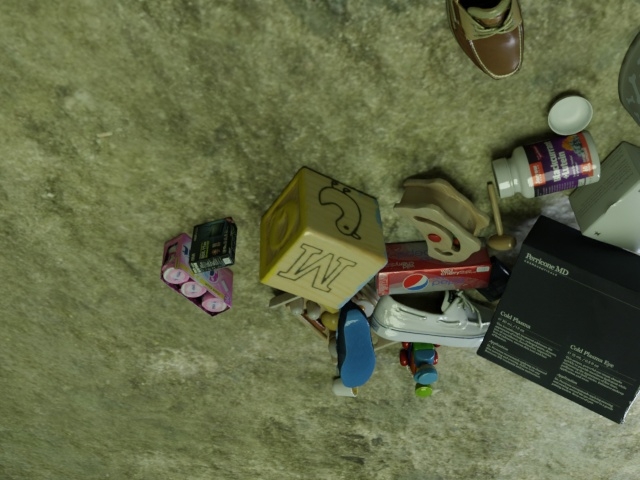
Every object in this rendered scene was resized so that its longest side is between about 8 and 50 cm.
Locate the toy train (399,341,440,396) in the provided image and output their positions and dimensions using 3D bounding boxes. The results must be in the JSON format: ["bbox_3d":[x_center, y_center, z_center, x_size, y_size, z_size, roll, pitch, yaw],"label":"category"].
[{"bbox_3d":[0.275,0.367,1.933,0.105,0.143,0.248,-2,137,-1],"label":"toy train"}]

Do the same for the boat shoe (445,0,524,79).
[{"bbox_3d":[0.258,-0.383,1.135,0.122,0.120,0.324,-19,135,17],"label":"boat shoe"}]

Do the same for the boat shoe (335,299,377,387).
[{"bbox_3d":[0.087,0.249,1.727,0.109,0.089,0.258,-5,127,-14],"label":"boat shoe"}]

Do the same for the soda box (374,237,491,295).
[{"bbox_3d":[0.254,0.060,1.636,0.263,0.092,0.083,-4,138,0],"label":"soda box"}]

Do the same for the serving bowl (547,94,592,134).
[{"bbox_3d":[0.478,-0.246,1.362,0.083,0.027,0.083,1,128,1],"label":"serving bowl"}]

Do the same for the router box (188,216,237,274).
[{"bbox_3d":[-0.232,0.010,1.531,0.092,0.122,0.038,-14,132,11],"label":"router box"}]

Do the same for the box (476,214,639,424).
[{"bbox_3d":[0.569,0.168,1.551,0.343,0.179,0.312,26,124,18],"label":"box"}]

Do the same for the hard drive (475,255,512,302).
[{"bbox_3d":[0.423,0.097,1.738,0.094,0.022,0.135,-31,131,27],"label":"hard drive"}]

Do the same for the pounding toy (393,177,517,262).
[{"bbox_3d":[0.286,-0.056,1.531,0.269,0.155,0.154,36,154,-23],"label":"pounding toy"}]

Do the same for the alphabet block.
[{"bbox_3d":[0.000,0.000,1.487,0.197,0.192,0.193,21,130,-26],"label":"alphabet block"}]

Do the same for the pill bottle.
[{"bbox_3d":[0.447,-0.146,1.413,0.193,0.108,0.108,-14,136,11],"label":"pill bottle"}]

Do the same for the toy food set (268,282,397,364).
[{"bbox_3d":[0.046,0.199,1.775,0.219,0.092,0.306,-24,134,22],"label":"toy food set"}]

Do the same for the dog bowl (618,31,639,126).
[{"bbox_3d":[0.730,-0.296,1.274,0.348,0.102,0.349,-2,137,-2],"label":"dog bowl"}]

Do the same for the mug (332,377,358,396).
[{"bbox_3d":[0.071,0.429,2.052,0.064,0.062,0.078,-10,131,19],"label":"mug"}]

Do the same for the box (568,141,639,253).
[{"bbox_3d":[0.661,-0.084,1.486,0.182,0.119,0.181,16,134,-20],"label":"box"}]

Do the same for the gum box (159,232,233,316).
[{"bbox_3d":[-0.282,0.078,1.612,0.062,0.107,0.188,-26,133,23],"label":"gum box"}]

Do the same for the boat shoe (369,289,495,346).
[{"bbox_3d":[0.305,0.157,1.724,0.367,0.136,0.156,7,121,-20],"label":"boat shoe"}]
